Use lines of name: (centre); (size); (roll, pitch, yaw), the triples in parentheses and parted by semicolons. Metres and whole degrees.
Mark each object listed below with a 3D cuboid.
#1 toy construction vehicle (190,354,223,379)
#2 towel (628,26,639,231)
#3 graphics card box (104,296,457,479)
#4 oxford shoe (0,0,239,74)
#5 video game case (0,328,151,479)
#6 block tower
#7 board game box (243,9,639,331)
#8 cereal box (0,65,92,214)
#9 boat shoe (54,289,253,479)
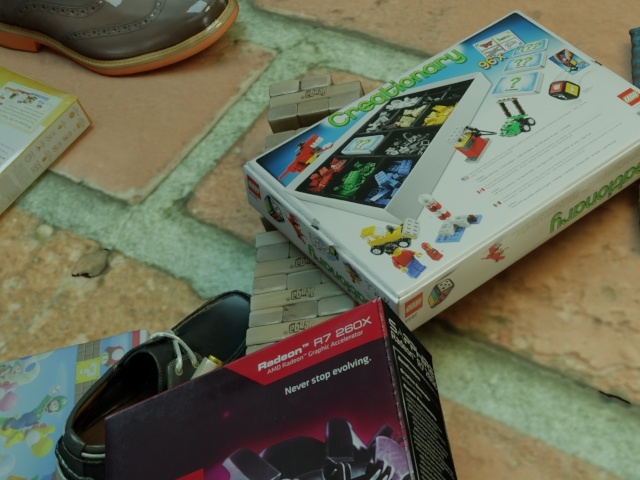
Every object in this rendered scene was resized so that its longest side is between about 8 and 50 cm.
toy construction vehicle: (-0.077, 0.137, 1.044); (0.035, 0.098, 0.086); (30, 81, 29)
towel: (0.451, -0.113, 1.092); (0.370, 0.040, 0.271); (-7, 47, 18)
graphics card box: (-0.018, 0.233, 0.815); (0.233, 0.094, 0.370); (-24, 46, 16)
oxford shoe: (-0.260, -0.275, 1.441); (0.364, 0.132, 0.130); (9, 54, 27)
video game case: (-0.280, 0.190, 1.116); (0.285, 0.025, 0.204); (-13, 47, 9)
block tower: (0.000, 0.000, 1.127); (0.091, 0.097, 0.335); (-10, 49, 13)
board game box: (0.116, -0.066, 1.071); (0.305, 0.053, 0.193); (-31, 53, -23)
cereal box: (-0.380, -0.080, 1.375); (0.173, 0.047, 0.240); (25, 63, 36)
boat shoe: (-0.122, 0.112, 1.068); (0.084, 0.079, 0.233); (30, 51, 23)
